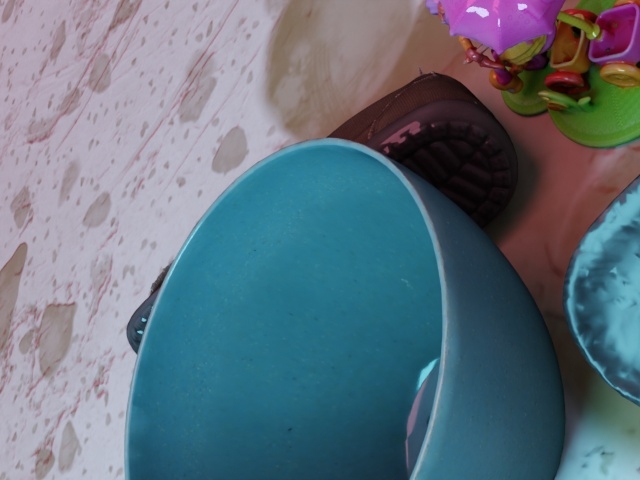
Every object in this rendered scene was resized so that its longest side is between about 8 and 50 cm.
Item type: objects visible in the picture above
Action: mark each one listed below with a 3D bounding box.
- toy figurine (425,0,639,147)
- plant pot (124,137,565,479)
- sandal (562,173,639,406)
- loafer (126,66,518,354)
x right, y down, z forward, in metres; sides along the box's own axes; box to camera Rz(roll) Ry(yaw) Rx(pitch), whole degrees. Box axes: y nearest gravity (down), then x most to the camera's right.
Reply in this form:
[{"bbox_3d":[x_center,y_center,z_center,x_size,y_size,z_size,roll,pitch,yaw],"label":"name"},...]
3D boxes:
[{"bbox_3d":[0.132,-0.146,0.763,0.173,0.159,0.130,2,75,53],"label":"toy figurine"},{"bbox_3d":[0.038,0.104,0.733,0.290,0.195,0.290,-25,56,43],"label":"plant pot"},{"bbox_3d":[0.278,-0.076,0.544,0.167,0.107,0.446,39,115,15],"label":"sandal"},{"bbox_3d":[0.000,0.000,0.913,0.366,0.134,0.130,-33,26,26],"label":"loafer"}]
